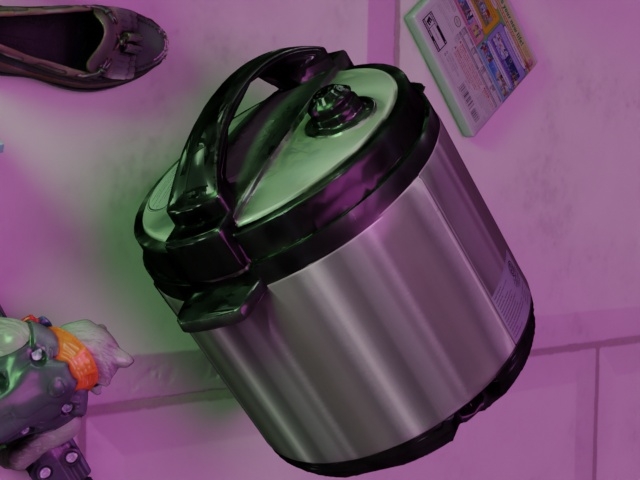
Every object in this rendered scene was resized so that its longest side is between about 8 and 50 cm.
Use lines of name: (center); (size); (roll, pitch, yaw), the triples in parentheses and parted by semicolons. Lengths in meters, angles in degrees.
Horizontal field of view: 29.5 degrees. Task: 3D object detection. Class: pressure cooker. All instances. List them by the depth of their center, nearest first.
pressure cooker: (0.005, -0.002, 1.351); (0.375, 0.370, 0.420); (-34, 115, -4)

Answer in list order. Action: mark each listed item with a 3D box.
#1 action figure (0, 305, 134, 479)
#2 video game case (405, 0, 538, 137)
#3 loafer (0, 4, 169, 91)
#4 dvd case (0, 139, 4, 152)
action figure: (-0.317, 0.214, 1.217); (0.330, 0.178, 0.341); (-42, 118, -22)
video game case: (0.225, -0.292, 1.781); (0.193, 0.023, 0.212); (-48, 121, -29)
loafer: (-0.265, -0.208, 1.293); (0.267, 0.084, 0.096); (-5, 96, -42)
dvd case: (-0.375, -0.113, 1.182); (0.087, 0.119, 0.013); (-15, 132, -41)
